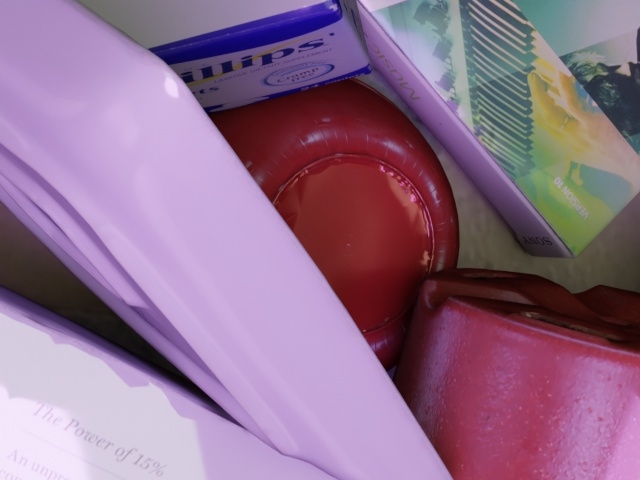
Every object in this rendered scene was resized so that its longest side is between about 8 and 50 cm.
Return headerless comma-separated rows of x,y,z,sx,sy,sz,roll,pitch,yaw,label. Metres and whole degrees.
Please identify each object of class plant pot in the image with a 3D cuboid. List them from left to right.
0.119,0.162,0.695,0.272,0.272,0.265,8,98,-18,plant pot

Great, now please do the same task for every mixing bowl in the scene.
0.000,0.000,0.759,0.181,0.098,0.181,-1,93,-19,mixing bowl

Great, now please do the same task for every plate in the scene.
-0.089,-0.021,0.582,0.045,0.277,0.278,-46,141,-11,plate

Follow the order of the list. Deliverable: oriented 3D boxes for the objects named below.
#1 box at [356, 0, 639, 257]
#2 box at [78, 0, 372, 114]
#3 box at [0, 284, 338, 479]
0.161,-0.182,0.821,0.322,0.058,0.232,-45,104,-10,box
-0.051,-0.105,0.679,0.126,0.137,0.072,-14,83,7,box
-0.179,0.195,0.675,0.215,0.168,0.345,29,85,-16,box
